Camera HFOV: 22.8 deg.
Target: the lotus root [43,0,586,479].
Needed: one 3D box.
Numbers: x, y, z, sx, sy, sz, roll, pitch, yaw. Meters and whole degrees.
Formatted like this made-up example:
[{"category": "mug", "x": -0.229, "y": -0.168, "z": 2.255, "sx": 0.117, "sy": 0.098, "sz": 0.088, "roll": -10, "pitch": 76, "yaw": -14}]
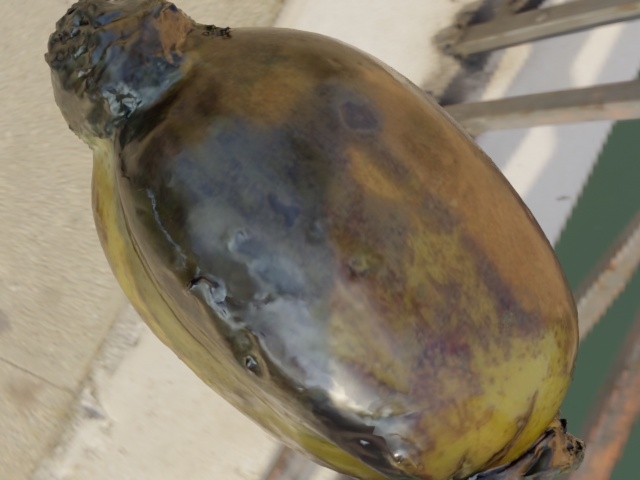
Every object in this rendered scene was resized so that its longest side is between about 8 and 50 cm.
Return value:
[{"category": "lotus root", "x": 0.000, "y": 0.000, "z": 0.492, "sx": 0.209, "sy": 0.120, "sz": 0.120, "roll": 45, "pitch": 79, "yaw": -6}]
